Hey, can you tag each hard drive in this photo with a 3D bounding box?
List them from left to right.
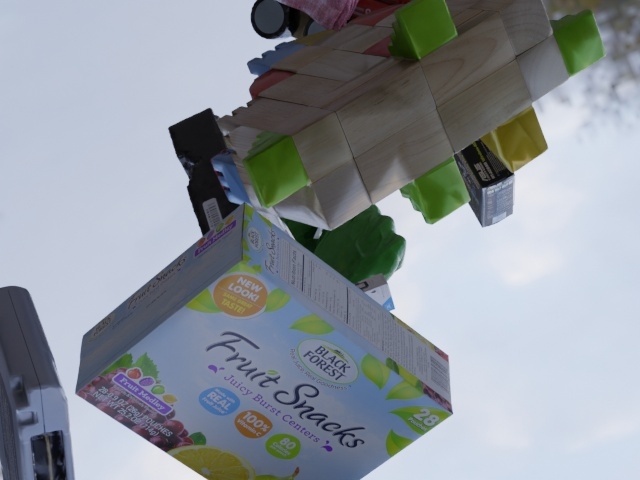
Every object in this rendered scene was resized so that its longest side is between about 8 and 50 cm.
[{"bbox_3d":[-0.054,0.043,2.179,0.064,0.339,0.237,-24,-134,4],"label":"hard drive"}]

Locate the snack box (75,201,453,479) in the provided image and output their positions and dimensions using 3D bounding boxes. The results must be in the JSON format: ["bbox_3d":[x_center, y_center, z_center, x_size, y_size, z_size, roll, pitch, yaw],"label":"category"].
[{"bbox_3d":[-0.038,0.094,1.401,0.174,0.207,0.070,-38,-148,26],"label":"snack box"}]

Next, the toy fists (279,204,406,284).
[{"bbox_3d":[0.000,0.000,2.852,0.279,0.096,0.142,18,-111,38],"label":"toy fists"}]

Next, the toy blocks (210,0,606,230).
[{"bbox_3d":[0.038,-0.137,1.881,0.381,0.190,0.261,-33,-157,-23],"label":"toy blocks"}]

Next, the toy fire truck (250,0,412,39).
[{"bbox_3d":[0.039,-0.341,2.406,0.217,0.246,0.158,23,-166,27],"label":"toy fire truck"}]

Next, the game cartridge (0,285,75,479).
[{"bbox_3d":[-0.282,0.200,1.941,0.060,0.294,0.196,-13,-143,-18],"label":"game cartridge"}]

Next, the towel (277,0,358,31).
[{"bbox_3d":[-0.113,-0.280,1.660,0.237,0.329,0.037,112,-5,-71],"label":"towel"}]

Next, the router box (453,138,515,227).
[{"bbox_3d":[0.152,-0.086,1.997,0.038,0.092,0.122,-25,-114,-7],"label":"router box"}]

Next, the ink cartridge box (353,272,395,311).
[{"bbox_3d":[0.054,0.083,2.677,0.083,0.048,0.028,-21,-145,-5],"label":"ink cartridge box"}]
